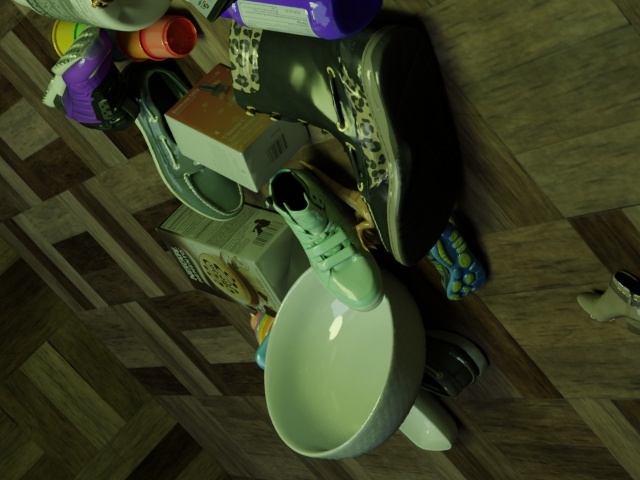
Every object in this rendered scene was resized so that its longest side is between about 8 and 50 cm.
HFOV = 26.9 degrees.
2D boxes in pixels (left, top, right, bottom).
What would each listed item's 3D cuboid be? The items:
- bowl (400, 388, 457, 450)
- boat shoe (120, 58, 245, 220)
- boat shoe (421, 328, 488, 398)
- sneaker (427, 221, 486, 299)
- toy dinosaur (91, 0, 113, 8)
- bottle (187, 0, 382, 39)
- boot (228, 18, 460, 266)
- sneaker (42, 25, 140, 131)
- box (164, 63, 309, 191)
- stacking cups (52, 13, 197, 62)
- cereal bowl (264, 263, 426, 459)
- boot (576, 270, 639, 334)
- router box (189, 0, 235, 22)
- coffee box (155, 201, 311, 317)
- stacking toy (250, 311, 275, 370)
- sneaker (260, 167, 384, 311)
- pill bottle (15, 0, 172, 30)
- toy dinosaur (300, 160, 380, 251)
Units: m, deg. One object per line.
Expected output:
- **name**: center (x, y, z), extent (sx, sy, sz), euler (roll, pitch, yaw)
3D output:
- **bowl**: center (0.189, 0.327, 2.493), extent (0.142, 0.053, 0.142), euler (48, 157, -9)
- **boat shoe**: center (-0.220, -0.161, 2.233), extent (0.319, 0.116, 0.099), euler (58, 158, -19)
- **boat shoe**: center (0.152, 0.203, 2.285), extent (0.305, 0.091, 0.109), euler (7, 138, 54)
- **sneaker**: center (0.191, 0.021, 1.958), extent (0.078, 0.067, 0.188), euler (63, -178, 42)
- **toy dinosaur**: center (-0.165, -0.404, 1.563), extent (0.322, 0.218, 0.164), euler (-21, 103, 20)
- **bottle**: center (-0.060, -0.315, 1.664), extent (0.283, 0.118, 0.092), euler (15, 133, 38)
- **boot**: center (0.030, -0.156, 1.798), extent (0.284, 0.138, 0.377), euler (25, 148, 34)
- **sneaker**: center (-0.343, -0.245, 2.108), extent (0.146, 0.102, 0.293), euler (37, 162, -8)
- **box**: center (-0.127, -0.173, 2.036), extent (0.170, 0.130, 0.091), euler (27, 153, 32)
- **stacking cups**: center (-0.314, -0.329, 2.125), extent (0.316, 0.096, 0.096), euler (8, 139, 52)
- **cereal bowl**: center (0.058, 0.198, 2.206), extent (0.141, 0.339, 0.339), euler (14, 177, -37)
- **boot**: center (0.388, 0.073, 1.749), extent (0.118, 0.042, 0.087), euler (27, 146, 31)
- **router box**: center (-0.023, -0.377, 1.363), extent (0.081, 0.243, 0.309), euler (45, 158, -4)
- **coffee box**: center (-0.141, 0.027, 2.423), extent (0.297, 0.119, 0.168), euler (17, 146, 47)
- **stacking toy**: center (-0.065, 0.180, 2.562), extent (0.175, 0.165, 0.302), euler (38, 173, -22)
- **sneaker**: center (-0.001, 0.000, 2.050), extent (0.256, 0.094, 0.151), euler (57, -170, 12)
- **pill bottle**: center (-0.353, -0.400, 1.968), extent (0.283, 0.161, 0.161), euler (17, 146, 46)
- **toy dinosaur**: center (0.069, -0.052, 2.040), extent (0.211, 0.064, 0.112), euler (24, 134, 19)
